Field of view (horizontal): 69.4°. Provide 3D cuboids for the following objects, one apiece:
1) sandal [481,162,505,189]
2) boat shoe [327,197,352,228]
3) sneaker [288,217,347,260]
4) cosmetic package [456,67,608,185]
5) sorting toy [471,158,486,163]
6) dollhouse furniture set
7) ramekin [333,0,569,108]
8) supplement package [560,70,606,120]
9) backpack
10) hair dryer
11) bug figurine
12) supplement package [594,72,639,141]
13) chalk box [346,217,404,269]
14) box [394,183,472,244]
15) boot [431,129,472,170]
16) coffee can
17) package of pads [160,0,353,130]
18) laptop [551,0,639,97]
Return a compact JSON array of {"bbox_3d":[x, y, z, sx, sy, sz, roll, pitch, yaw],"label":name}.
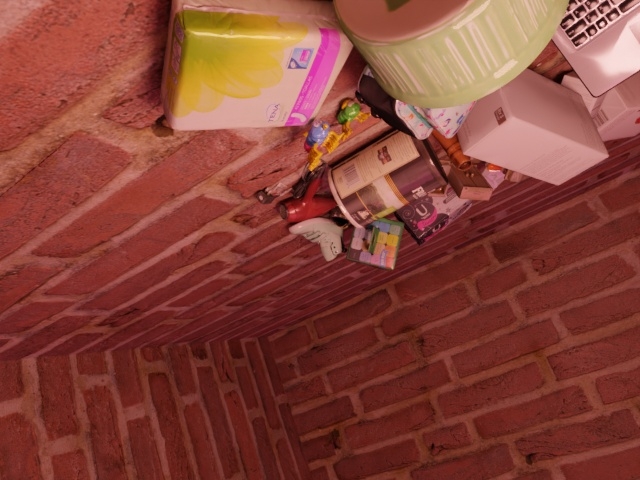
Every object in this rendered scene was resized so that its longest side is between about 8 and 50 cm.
[{"bbox_3d":[0.613,-0.257,1.619,0.102,0.076,0.265,26,132,-17],"label":"sandal"},{"bbox_3d":[0.071,-0.081,1.637,0.081,0.069,0.228,6,166,18],"label":"boat shoe"},{"bbox_3d":[0.001,0.000,1.684,0.256,0.151,0.094,-2,168,-44],"label":"sneaker"},{"bbox_3d":[0.519,-0.297,1.166,0.385,0.217,0.156,10,150,-28],"label":"cosmetic package"},{"bbox_3d":[0.625,-0.356,1.551,0.229,0.041,0.307,-1,154,-37],"label":"sorting toy"},{"bbox_3d":[0.491,-0.324,1.453,0.303,0.174,0.355,2,125,-8],"label":"dollhouse furniture set"},{"bbox_3d":[0.163,-0.352,0.629,0.303,0.303,0.148,-30,153,26],"label":"ramekin"},{"bbox_3d":[0.730,-0.379,1.323,0.105,0.105,0.179,-30,140,-39],"label":"supplement package"},{"bbox_3d":[0.212,-0.329,0.856,0.253,0.191,0.225,-62,154,8],"label":"backpack"},{"bbox_3d":[-0.034,-0.130,1.400,0.223,0.080,0.293,-27,162,18],"label":"hair dryer"},{"bbox_3d":[0.044,-0.264,1.001,0.279,0.072,0.216,-46,-177,-20],"label":"bug figurine"},{"bbox_3d":[0.911,-0.427,1.423,0.293,0.175,0.177,-13,160,-25],"label":"supplement package"},{"bbox_3d":[0.201,0.007,1.713,0.179,0.180,0.289,14,178,4],"label":"chalk box"},{"bbox_3d":[0.409,-0.124,1.684,0.247,0.163,0.142,-39,160,5],"label":"box"},{"bbox_3d":[0.357,-0.277,1.282,0.073,0.152,0.197,-32,159,32],"label":"boot"},{"bbox_3d":[0.187,-0.181,1.296,0.275,0.201,0.201,-28,161,22],"label":"coffee can"},{"bbox_3d":[-0.114,-0.295,0.794,0.296,0.101,0.229,-10,158,-28],"label":"package of pads"},{"bbox_3d":[0.539,-0.485,0.765,0.382,0.408,0.236,-35,-169,38],"label":"laptop"}]
